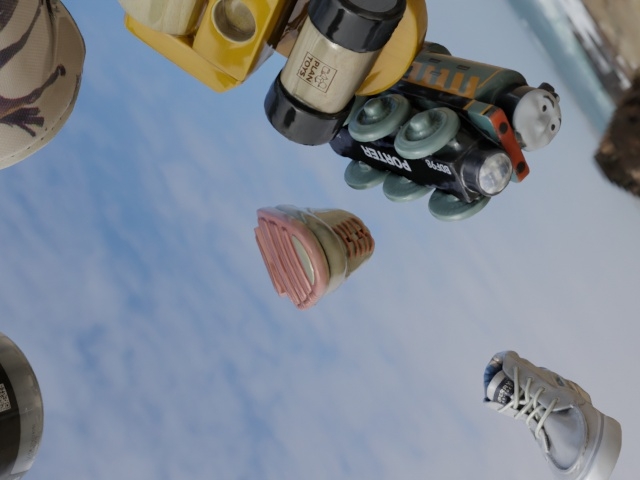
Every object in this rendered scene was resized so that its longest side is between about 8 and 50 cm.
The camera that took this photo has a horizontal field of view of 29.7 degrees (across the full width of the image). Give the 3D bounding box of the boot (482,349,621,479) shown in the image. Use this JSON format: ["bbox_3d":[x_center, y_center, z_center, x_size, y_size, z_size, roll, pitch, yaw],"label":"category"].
[{"bbox_3d":[0.230,0.188,1.277,0.123,0.095,0.258,28,-174,-2],"label":"boot"}]

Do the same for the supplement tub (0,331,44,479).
[{"bbox_3d":[-0.439,0.195,1.174,0.194,0.193,0.316,59,-153,9],"label":"supplement tub"}]

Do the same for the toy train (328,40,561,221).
[{"bbox_3d":[0.128,-0.142,1.413,0.334,0.190,0.142,25,153,54],"label":"toy train"}]

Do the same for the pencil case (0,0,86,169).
[{"bbox_3d":[-0.243,-0.238,0.638,0.183,0.159,0.410,-104,5,-48],"label":"pencil case"}]

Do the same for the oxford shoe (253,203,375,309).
[{"bbox_3d":[0.000,0.000,1.607,0.397,0.146,0.141,-165,54,-82],"label":"oxford shoe"}]

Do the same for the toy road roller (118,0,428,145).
[{"bbox_3d":[-0.036,-0.286,1.341,0.329,0.202,0.240,33,-135,3],"label":"toy road roller"}]
